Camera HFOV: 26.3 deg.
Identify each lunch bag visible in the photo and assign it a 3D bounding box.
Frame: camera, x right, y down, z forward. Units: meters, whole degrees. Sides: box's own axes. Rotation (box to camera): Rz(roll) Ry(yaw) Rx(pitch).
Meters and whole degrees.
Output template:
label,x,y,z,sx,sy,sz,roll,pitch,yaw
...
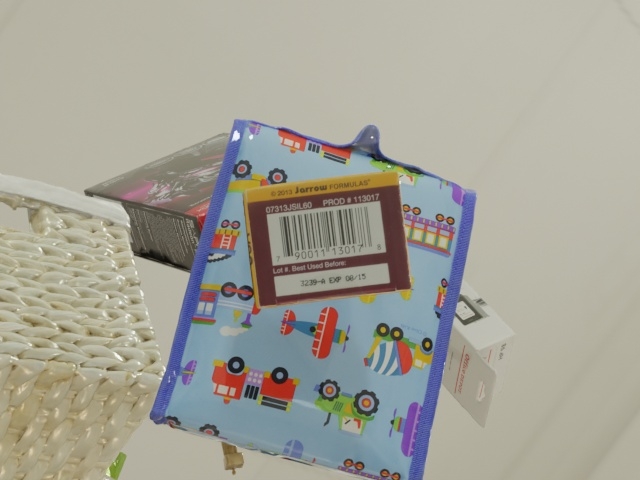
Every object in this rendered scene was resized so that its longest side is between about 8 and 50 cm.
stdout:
label,x,y,z,sx,sy,sz,roll,pitch,yaw
lunch bag,0.003,0.038,1.150,0.220,0.293,0.138,16,-10,-4

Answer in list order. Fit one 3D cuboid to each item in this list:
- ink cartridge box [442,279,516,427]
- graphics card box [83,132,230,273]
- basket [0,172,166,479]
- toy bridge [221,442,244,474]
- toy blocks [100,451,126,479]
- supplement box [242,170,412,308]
label,x,y,z,sx,sy,sz,roll,pitch,yaw
ink cartridge box,0.170,0.122,1.626,0.180,0.060,0.104,49,-33,36
graphics card box,-0.124,-0.051,1.738,0.371,0.232,0.094,12,-57,60
basket,-0.381,0.128,1.399,0.328,0.331,0.266,14,38,-37
toy bridge,-0.129,0.219,1.817,0.063,0.026,0.188,110,-29,-67
toy blocks,-0.383,0.377,1.610,0.190,0.382,0.261,-2,-32,42
supplement box,0.000,0.000,0.967,0.104,0.081,0.188,-6,0,-3
